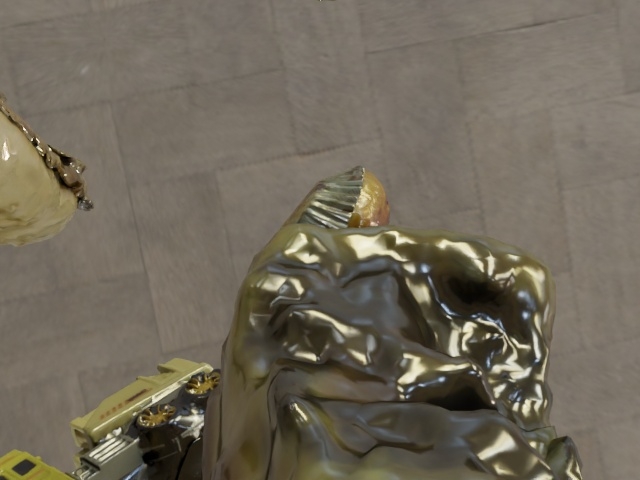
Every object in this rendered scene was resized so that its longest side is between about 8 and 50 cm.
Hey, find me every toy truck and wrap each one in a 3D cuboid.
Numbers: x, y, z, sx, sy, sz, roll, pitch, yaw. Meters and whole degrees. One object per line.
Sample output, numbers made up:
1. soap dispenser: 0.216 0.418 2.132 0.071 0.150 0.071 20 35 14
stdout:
1. toy truck: -0.269 0.302 1.630 0.405 0.254 0.180 -32 118 -32

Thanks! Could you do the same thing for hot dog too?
1. hot dog: 0.000 0.000 1.298 0.082 0.270 0.162 40 88 -2

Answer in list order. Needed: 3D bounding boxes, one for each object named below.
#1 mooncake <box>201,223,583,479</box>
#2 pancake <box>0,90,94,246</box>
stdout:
1. mooncake: 0.055 0.153 0.763 0.246 0.394 0.393 4 71 -8
2. pancake: -0.266 -0.113 0.587 0.382 0.382 0.071 38 80 -13
